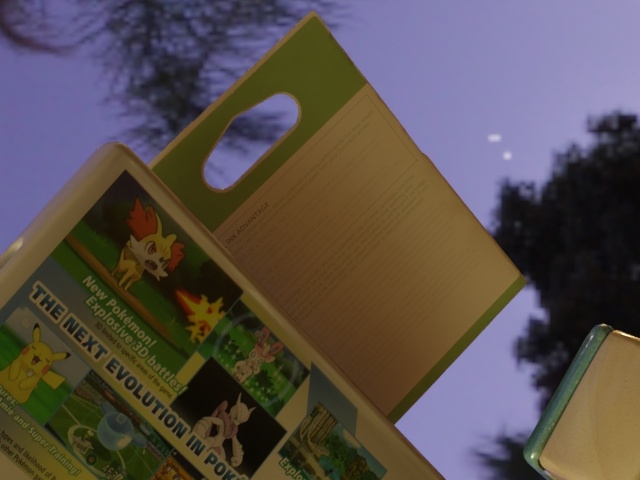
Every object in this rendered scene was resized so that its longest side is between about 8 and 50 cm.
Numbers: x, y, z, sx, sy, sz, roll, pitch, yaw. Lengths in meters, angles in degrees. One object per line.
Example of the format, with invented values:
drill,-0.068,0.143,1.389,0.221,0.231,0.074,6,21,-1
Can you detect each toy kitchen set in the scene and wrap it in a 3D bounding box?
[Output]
toy kitchen set,0.037,0.126,0.588,0.207,0.166,0.122,-59,-40,-10

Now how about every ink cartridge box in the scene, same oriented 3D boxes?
ink cartridge box,0.000,0.000,1.019,0.171,0.056,0.235,-45,-71,-14

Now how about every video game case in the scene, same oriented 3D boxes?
video game case,-0.101,0.164,0.909,0.329,0.036,0.300,47,-110,-22
